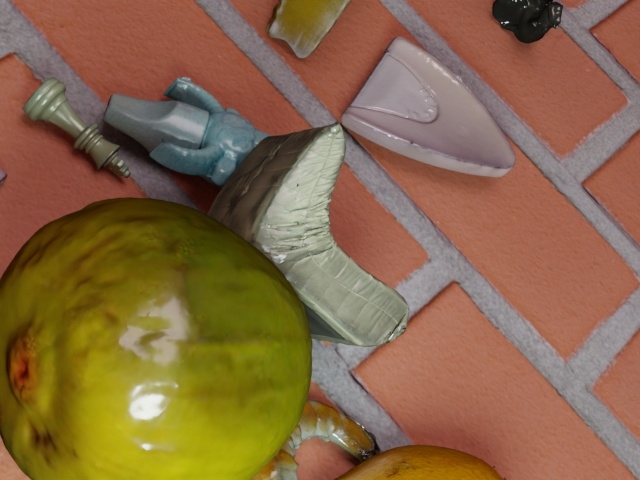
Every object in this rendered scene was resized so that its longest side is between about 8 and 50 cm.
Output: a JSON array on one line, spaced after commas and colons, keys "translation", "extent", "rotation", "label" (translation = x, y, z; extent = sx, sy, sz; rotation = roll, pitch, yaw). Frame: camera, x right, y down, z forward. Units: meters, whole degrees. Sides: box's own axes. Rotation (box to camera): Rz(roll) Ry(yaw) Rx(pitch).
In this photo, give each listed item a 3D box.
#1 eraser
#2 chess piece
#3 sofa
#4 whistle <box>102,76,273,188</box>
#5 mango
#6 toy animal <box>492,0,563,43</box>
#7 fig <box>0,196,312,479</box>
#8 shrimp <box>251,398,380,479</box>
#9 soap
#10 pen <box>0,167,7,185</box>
[{"translation": [0.163, -0.161, 1.878], "extent": [0.243, 0.059, 0.204], "rotation": [34, 48, -1], "label": "eraser"}, {"translation": [-0.288, -0.127, 1.608], "extent": [0.149, 0.059, 0.059], "rotation": [44, 48, -6], "label": "chess piece"}, {"translation": [0.000, 0.000, 1.540], "extent": [0.225, 0.210, 0.176], "rotation": [40, 74, -18], "label": "sofa"}, {"translation": [-0.138, -0.118, 1.661], "extent": [0.274, 0.093, 0.186], "rotation": [21, 30, -13], "label": "whistle"}, {"translation": [0.091, 0.316, 1.465], "extent": [0.257, 0.138, 0.187], "rotation": [-11, 53, -41], "label": "mango"}, {"translation": [0.347, -0.410, 2.095], "extent": [0.114, 0.146, 0.245], "rotation": [19, 50, -10], "label": "toy animal"}, {"translation": [-0.158, 0.122, 1.345], "extent": [0.343, 0.343, 0.343], "rotation": [15, 53, -21], "label": "fig"}, {"translation": [-0.007, 0.256, 1.513], "extent": [0.166, 0.049, 0.161], "rotation": [18, 47, -22], "label": "shrimp"}, {"translation": [0.034, -0.400, 1.891], "extent": [0.089, 0.173, 0.274], "rotation": [36, 49, -6], "label": "soap"}, {"translation": [-0.448, -0.125, 1.526], "extent": [0.197, 0.032, 0.053], "rotation": [39, 49, -3], "label": "pen"}]
